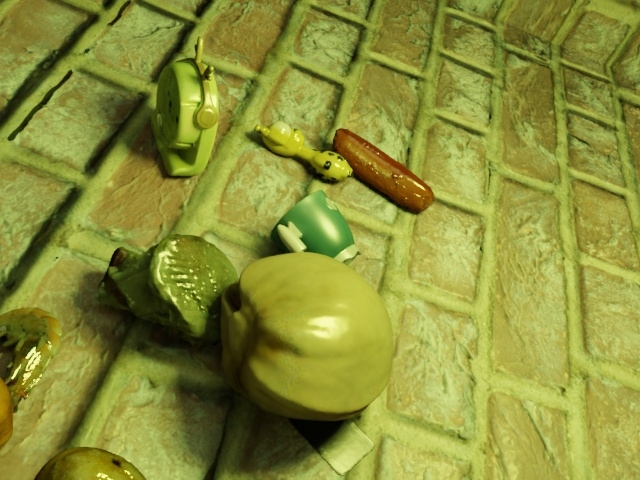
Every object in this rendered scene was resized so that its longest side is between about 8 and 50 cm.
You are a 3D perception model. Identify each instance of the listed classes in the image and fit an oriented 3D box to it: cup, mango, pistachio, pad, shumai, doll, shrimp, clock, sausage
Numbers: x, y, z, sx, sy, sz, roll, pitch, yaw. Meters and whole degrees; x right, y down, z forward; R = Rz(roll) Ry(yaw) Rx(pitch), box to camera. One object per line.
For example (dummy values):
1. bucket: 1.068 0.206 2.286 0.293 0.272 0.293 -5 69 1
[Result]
1. cup: 0.000 0.000 1.792 0.173 0.167 0.300 48 21 11
2. mango: -0.324 0.472 1.177 0.177 0.175 0.329 -21 76 -2
3. pistachio: -0.024 0.183 1.528 0.365 0.281 0.445 40 25 3
4. pad: 0.022 0.380 1.537 0.157 0.003 0.112 43 46 18
5. shumai: -0.301 0.109 1.582 0.272 0.204 0.222 51 38 -25
6. doll: -0.043 -0.239 2.064 0.291 0.086 0.117 30 2 7
7. shrimp: -0.562 0.207 1.392 0.145 0.059 0.254 20 42 -2
8. clock: -0.320 -0.325 1.850 0.096 0.308 0.235 -2 48 -28
9. sausage: 0.163 -0.188 2.100 0.330 0.102 0.102 36 43 10

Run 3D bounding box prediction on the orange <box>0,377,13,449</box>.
1. orange: -0.610 0.294 1.195 0.249 0.183 0.249 22 24 -10
